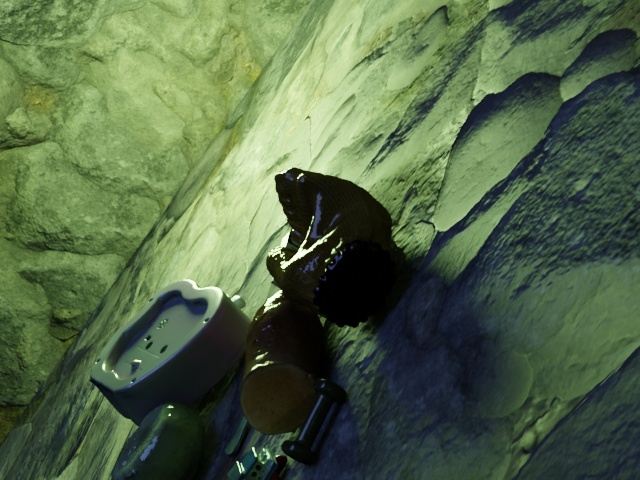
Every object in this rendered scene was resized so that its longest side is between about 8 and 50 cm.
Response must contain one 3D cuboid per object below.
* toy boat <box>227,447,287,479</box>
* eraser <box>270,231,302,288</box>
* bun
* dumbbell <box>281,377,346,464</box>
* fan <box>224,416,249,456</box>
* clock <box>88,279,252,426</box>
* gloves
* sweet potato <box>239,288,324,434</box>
[{"bbox_3d":[-0.115,0.370,1.535,0.173,0.059,0.069,-57,16,4],"label":"toy boat"},{"bbox_3d":[-0.053,0.041,1.955,0.029,0.052,0.122,-45,20,39],"label":"eraser"},{"bbox_3d":[-0.277,0.383,1.881,0.195,0.118,0.195,-46,17,19],"label":"bun"},{"bbox_3d":[-0.008,0.248,1.471,0.118,0.046,0.052,-62,22,-15],"label":"dumbbell"},{"bbox_3d":[-0.105,0.268,1.770,0.193,0.016,0.038,-63,20,-12],"label":"fan"},{"bbox_3d":[-0.284,0.203,2.079,0.338,0.102,0.338,-31,25,16],"label":"clock"},{"bbox_3d":[0.015,0.008,1.639,0.203,0.155,0.356,-61,31,15],"label":"gloves"},{"bbox_3d":[-0.054,0.144,1.659,0.131,0.131,0.336,-50,20,28],"label":"sweet potato"}]
